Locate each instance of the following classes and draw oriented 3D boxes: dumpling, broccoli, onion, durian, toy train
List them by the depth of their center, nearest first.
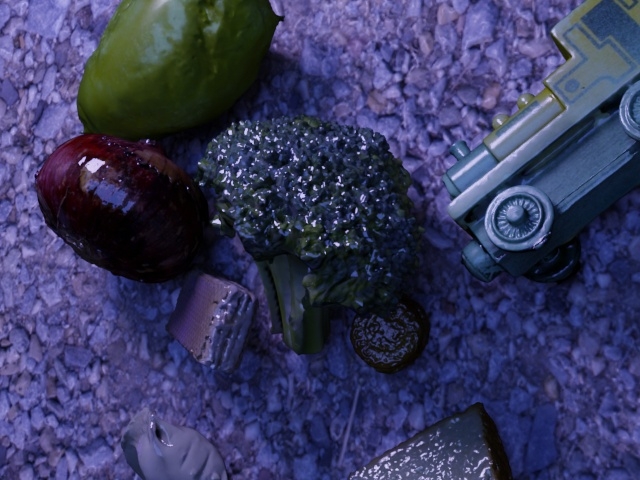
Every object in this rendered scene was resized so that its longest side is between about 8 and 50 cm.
[{"bbox_3d":[0.294,-0.114,1.236,0.369,0.150,0.237,-39,59,11],"label":"toy train"},{"bbox_3d":[0.012,-0.020,1.277,0.249,0.302,0.375,-36,37,-14],"label":"broccoli"},{"bbox_3d":[-0.198,0.315,1.378,0.134,0.169,0.100,-41,25,39],"label":"dumpling"},{"bbox_3d":[-0.268,-0.050,1.406,0.246,0.246,0.190,19,72,25],"label":"onion"},{"bbox_3d":[-0.211,-0.262,1.455,0.340,0.204,0.256,-57,36,7],"label":"durian"}]

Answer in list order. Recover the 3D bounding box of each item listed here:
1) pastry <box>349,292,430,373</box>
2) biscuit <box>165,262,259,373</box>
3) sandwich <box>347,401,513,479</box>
[{"bbox_3d":[0.088,0.117,1.317,0.097,0.057,0.109,6,83,22],"label":"pastry"},{"bbox_3d":[-0.144,0.097,1.346,0.239,0.062,0.108,18,89,70],"label":"biscuit"},{"bbox_3d":[0.140,0.339,1.175,0.226,0.087,0.251,-31,34,13],"label":"sandwich"}]
